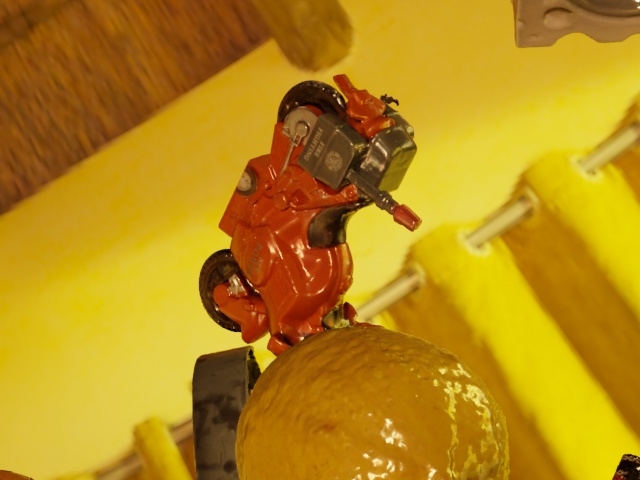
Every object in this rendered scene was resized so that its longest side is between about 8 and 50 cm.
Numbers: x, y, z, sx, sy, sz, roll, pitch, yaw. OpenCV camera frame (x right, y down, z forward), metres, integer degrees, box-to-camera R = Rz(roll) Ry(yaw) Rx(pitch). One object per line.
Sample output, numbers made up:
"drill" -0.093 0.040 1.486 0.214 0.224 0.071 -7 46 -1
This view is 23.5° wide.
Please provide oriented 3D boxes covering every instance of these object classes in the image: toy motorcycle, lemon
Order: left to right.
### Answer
"toy motorcycle" 0.000 0.000 1.587 0.148 0.221 0.326 -22 -35 -55
"lemon" 0.035 0.142 1.029 0.180 0.181 0.193 -10 -14 -28

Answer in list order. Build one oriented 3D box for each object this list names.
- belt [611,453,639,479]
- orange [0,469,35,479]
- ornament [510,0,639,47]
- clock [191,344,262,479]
"belt" 0.487 0.339 1.689 0.094 0.359 0.126 -57 -25 -34
"orange" -0.446 0.430 2.093 0.240 0.240 0.240 -21 -36 -16
"ornament" 0.312 -0.368 1.592 0.239 0.240 0.239 -4 -33 3
"clock" -0.086 0.279 1.702 0.067 0.325 0.325 -7 -37 0
